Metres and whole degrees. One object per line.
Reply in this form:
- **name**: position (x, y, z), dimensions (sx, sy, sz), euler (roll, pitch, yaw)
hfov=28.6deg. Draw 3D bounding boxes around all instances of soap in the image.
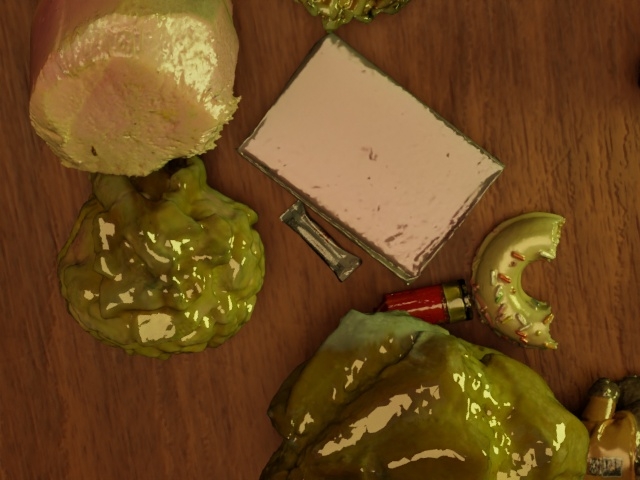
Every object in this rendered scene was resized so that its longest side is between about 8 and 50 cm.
- **soap**: position (0.056, -0.096, 1.452), dimensions (0.259, 0.081, 0.181), euler (36, 96, -3)

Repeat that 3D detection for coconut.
- **coconut**: position (-0.200, -0.204, 1.367), dimensions (0.233, 0.245, 0.233), euler (-2, 134, -2)

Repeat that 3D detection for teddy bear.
- **teddy bear**: position (0.324, 0.254, 1.481), dimensions (0.190, 0.140, 0.177), euler (-4, 102, 10)

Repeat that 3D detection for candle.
- **candle**: position (0.114, 0.082, 1.494), dimensions (0.130, 0.052, 0.052), euler (-12, 98, 3)

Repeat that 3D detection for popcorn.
- **popcorn**: position (-0.183, 0.017, 1.413), dimensions (0.259, 0.212, 0.259), euler (-1, 104, -4)

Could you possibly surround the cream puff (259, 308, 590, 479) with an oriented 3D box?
- **cream puff**: position (0.088, 0.266, 1.379), dimensions (0.378, 0.275, 0.378), euler (7, 105, 24)

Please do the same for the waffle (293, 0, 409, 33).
- **waffle**: position (0.028, -0.345, 1.405), dimensions (0.208, 0.054, 0.214), euler (-33, 92, -15)

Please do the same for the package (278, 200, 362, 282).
- **package**: position (0.000, 0.000, 1.499), dimensions (0.037, 0.015, 0.110), euler (-44, 97, 6)

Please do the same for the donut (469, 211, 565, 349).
- **donut**: position (0.232, 0.048, 1.479), dimensions (0.108, 0.065, 0.166), euler (5, 98, 0)

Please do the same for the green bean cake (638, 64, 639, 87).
- **green bean cake**: position (0.438, -0.226, 1.354), dimensions (0.097, 0.233, 0.198), euler (30, 102, -7)
